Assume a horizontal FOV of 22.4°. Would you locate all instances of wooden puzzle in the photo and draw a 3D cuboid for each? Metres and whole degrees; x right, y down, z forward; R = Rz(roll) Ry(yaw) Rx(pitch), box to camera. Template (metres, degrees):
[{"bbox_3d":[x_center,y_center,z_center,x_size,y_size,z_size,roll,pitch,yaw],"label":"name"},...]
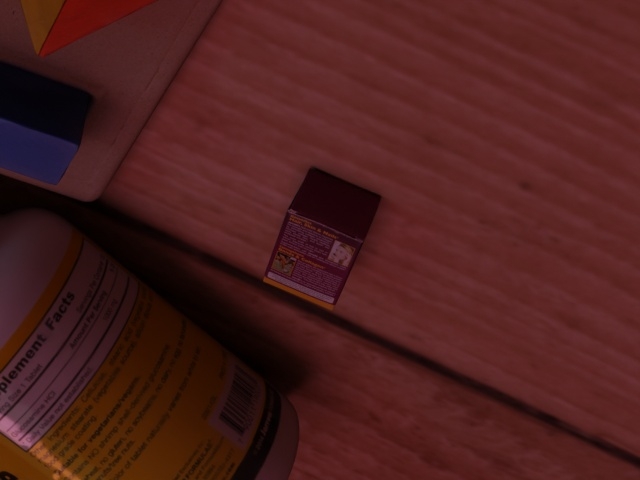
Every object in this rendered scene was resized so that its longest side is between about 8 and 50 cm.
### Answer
[{"bbox_3d":[-0.234,-0.140,0.955,0.322,0.080,0.348,18,144,-19],"label":"wooden puzzle"}]

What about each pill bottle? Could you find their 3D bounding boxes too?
[{"bbox_3d":[-0.193,0.098,1.173,0.334,0.188,0.188,41,138,-18],"label":"pill bottle"}]

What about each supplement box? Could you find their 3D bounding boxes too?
[{"bbox_3d":[0.000,0.000,1.083,0.055,0.043,0.083,24,141,1],"label":"supplement box"}]
